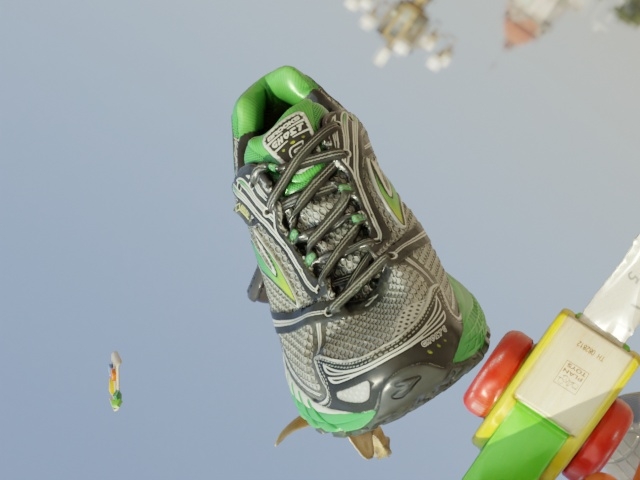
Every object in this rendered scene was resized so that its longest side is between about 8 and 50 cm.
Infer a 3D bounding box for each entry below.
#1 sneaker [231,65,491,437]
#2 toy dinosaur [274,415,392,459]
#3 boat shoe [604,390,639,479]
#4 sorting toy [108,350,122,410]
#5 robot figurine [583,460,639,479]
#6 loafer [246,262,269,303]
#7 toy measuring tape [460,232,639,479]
[{"bbox_3d":[0.000,0.000,0.951,0.146,0.134,0.343,60,180,-33],"label":"sneaker"},{"bbox_3d":[0.019,0.135,1.181,0.183,0.053,0.092,27,-139,-58],"label":"toy dinosaur"},{"bbox_3d":[0.420,0.197,1.611,0.116,0.324,0.123,-16,-104,-27],"label":"boat shoe"},{"bbox_3d":[-0.245,0.170,1.719,0.012,0.062,0.083,2,-170,-15],"label":"sorting toy"},{"bbox_3d":[0.240,0.171,0.842,0.128,0.158,0.219,50,-147,-3],"label":"robot figurine"},{"bbox_3d":[0.003,0.008,1.447,0.078,0.080,0.220,31,-145,13],"label":"loafer"},{"bbox_3d":[0.195,0.067,1.016,0.121,0.330,0.121,29,-163,-10],"label":"toy measuring tape"}]
